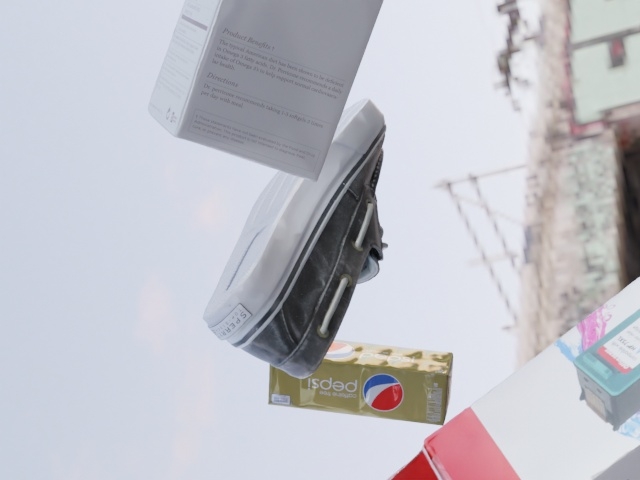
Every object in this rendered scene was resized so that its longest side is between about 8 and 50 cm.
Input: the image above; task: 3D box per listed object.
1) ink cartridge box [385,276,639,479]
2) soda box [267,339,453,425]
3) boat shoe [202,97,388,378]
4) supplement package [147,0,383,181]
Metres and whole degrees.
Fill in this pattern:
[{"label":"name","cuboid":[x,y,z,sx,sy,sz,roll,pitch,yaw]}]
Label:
[{"label":"ink cartridge box","cuboid":[0.137,0.095,0.553,0.134,0.231,0.078,50,-177,-30]},{"label":"soda box","cuboid":[0.041,0.140,1.467,0.061,0.181,0.058,-59,-26,-69]},{"label":"boat shoe","cuboid":[0.000,0.000,1.342,0.119,0.121,0.335,43,-135,-14]},{"label":"supplement package","cuboid":[-0.031,-0.145,0.962,0.179,0.105,0.105,-69,20,8]}]
